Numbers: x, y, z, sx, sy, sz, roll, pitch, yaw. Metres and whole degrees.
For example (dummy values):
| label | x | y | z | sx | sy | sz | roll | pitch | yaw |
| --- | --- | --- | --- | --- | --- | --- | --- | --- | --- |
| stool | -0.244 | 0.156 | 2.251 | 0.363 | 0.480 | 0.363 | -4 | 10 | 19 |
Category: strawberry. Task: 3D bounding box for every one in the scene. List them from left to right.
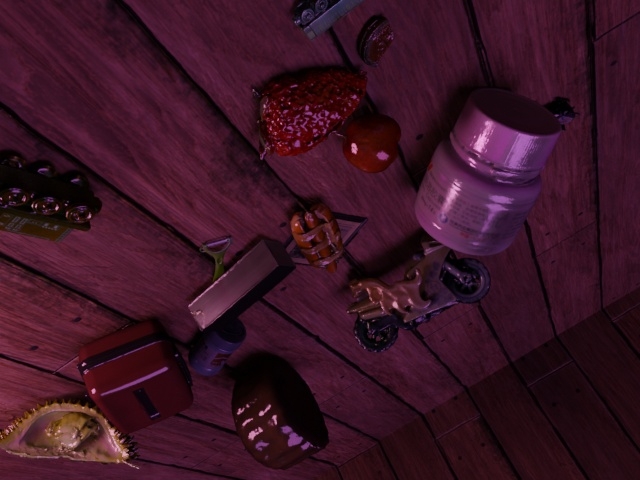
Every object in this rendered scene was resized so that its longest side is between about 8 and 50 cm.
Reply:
| label | x | y | z | sx | sy | sz | roll | pitch | yaw |
| --- | --- | --- | --- | --- | --- | --- | --- | --- | --- |
| strawberry | -0.008 | -0.232 | 1.245 | 0.228 | 0.098 | 0.174 | -16 | 146 | -18 |

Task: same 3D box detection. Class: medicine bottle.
| label | x | y | z | sx | sy | sz | roll | pitch | yaw |
| --- | --- | --- | --- | --- | --- | --- | --- | --- | --- |
| medicine bottle | 0.376 | -0.155 | 1.496 | 0.256 | 0.256 | 0.324 | -8 | 135 | -29 |

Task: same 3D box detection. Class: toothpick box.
| label | x | y | z | sx | sy | sz | roll | pitch | yaw |
| --- | --- | --- | --- | --- | --- | --- | --- | --- | --- |
| toothpick box | -0.275 | 0.277 | 1.751 | 0.101 | 0.101 | 0.153 | 4 | 135 | -40 |

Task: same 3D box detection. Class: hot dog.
| label | x | y | z | sx | sy | sz | roll | pitch | yaw |
| --- | --- | --- | --- | --- | --- | --- | --- | --- | --- |
| hot dog | -0.001 | 0.001 | 1.583 | 0.109 | 0.072 | 0.269 | -25 | 146 | -1 |

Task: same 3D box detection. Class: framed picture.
| label | x | y | z | sx | sy | sz | roll | pitch | yaw |
| --- | --- | --- | --- | --- | --- | --- | --- | --- | --- |
| framed picture | 0.000 | 0.000 | 1.657 | 0.195 | 0.010 | 0.199 | 8 | 133 | -43 |

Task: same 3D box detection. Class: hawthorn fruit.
| label | x | y | z | sx | sy | sz | roll | pitch | yaw |
| --- | --- | --- | --- | --- | --- | --- | --- | --- | --- |
| hawthorn fruit | 0.101 | -0.205 | 1.361 | 0.125 | 0.140 | 0.125 | -56 | 161 | -31 |

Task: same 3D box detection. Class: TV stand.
| label | x | y | z | sx | sy | sz | roll | pitch | yaw |
| --- | --- | --- | --- | --- | --- | --- | --- | --- | --- |
| TV stand | -0.191 | 0.113 | 1.592 | 0.269 | 0.082 | 0.088 | -40 | 160 | 19 |

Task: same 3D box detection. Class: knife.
| label | x | y | z | sx | sy | sz | roll | pitch | yaw |
| --- | --- | --- | --- | --- | --- | --- | --- | --- | --- |
| knife | -0.241 | 0.054 | 1.541 | 0.078 | 0.022 | 0.166 | -11 | 143 | -16 |

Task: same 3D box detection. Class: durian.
| label | x | y | z | sx | sy | sz | roll | pitch | yaw |
| --- | --- | --- | --- | --- | --- | --- | --- | --- | --- |
| durian | -0.643 | 0.517 | 1.721 | 0.356 | 0.169 | 0.157 | 15 | 129 | -17 |

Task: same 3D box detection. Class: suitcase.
| label | x | y | z | sx | sy | sz | roll | pitch | yaw |
| --- | --- | --- | --- | --- | --- | --- | --- | --- | --- |
| suitcase | -0.454 | 0.345 | 1.657 | 0.236 | 0.161 | 0.297 | -22 | 146 | -12 |

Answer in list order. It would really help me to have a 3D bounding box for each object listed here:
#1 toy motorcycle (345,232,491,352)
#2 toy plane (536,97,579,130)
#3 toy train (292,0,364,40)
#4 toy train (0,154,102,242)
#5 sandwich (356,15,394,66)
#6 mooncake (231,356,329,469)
| label | x | y | z | sx | sy | sz | roll | pitch | yaw |
| --- | --- | --- | --- | --- | --- | --- | --- | --- | --- |
| toy motorcycle | 0.254 | 0.135 | 1.833 | 0.410 | 0.237 | 0.169 | -31 | 162 | 7 |
| toy plane | 0.568 | -0.307 | 1.621 | 0.197 | 0.053 | 0.078 | -6 | 150 | -38 |
| toy train | 0.021 | -0.398 | 1.094 | 0.148 | 0.038 | 0.071 | -35 | 150 | 10 |
| toy train | -0.496 | -0.063 | 1.131 | 0.137 | 0.090 | 0.225 | -37 | 147 | 26 |
| sandwich | 0.102 | -0.365 | 1.211 | 0.069 | 0.026 | 0.101 | -2 | 138 | -34 |
| mooncake | -0.130 | 0.531 | 2.007 | 0.187 | 0.324 | 0.324 | -34 | 147 | 12 |
